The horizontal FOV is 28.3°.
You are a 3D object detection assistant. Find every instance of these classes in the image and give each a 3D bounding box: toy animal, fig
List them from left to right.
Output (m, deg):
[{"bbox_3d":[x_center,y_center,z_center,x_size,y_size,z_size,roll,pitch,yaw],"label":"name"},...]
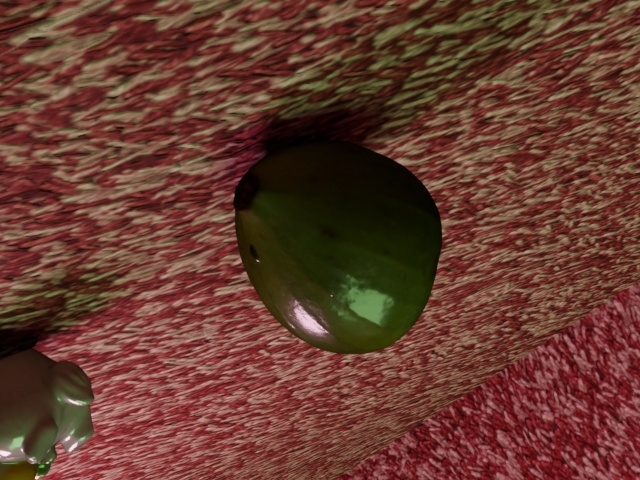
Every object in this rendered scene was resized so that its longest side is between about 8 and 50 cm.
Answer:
[{"bbox_3d":[-0.393,0.226,1.449,0.208,0.154,0.325,-18,172,-40],"label":"toy animal"},{"bbox_3d":[0.000,0.000,1.210,0.225,0.203,0.203,21,137,-40],"label":"fig"}]
